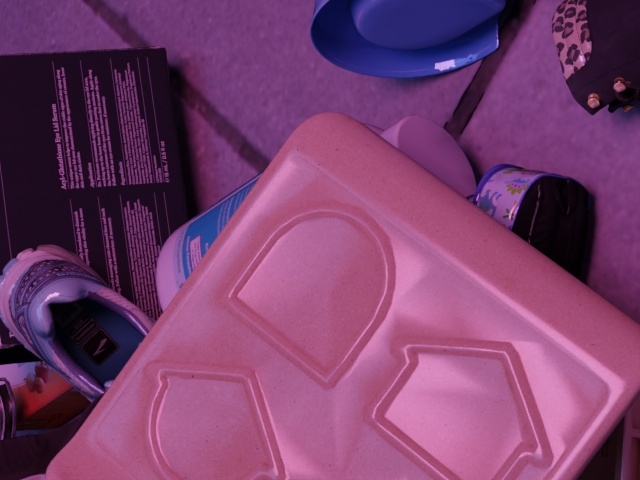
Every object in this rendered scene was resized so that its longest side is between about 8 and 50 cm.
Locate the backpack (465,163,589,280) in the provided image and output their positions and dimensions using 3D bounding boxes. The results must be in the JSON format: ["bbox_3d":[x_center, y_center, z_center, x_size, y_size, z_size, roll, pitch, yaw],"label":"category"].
[{"bbox_3d":[0.145,0.001,1.484,0.084,0.105,0.114,16,93,41],"label":"backpack"}]

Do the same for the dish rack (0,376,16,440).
[{"bbox_3d":[-0.374,0.143,1.926,0.208,0.074,0.271,106,147,-40],"label":"dish rack"}]

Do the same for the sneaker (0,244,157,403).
[{"bbox_3d":[-0.148,0.120,1.635,0.110,0.283,0.122,-54,21,-4],"label":"sneaker"}]

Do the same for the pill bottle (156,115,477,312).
[{"bbox_3d":[0.000,0.000,1.587,0.264,0.146,0.146,-32,67,37],"label":"pill bottle"}]

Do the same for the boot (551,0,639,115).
[{"bbox_3d":[0.268,-0.121,1.397,0.179,0.085,0.236,-35,61,39],"label":"boot"}]

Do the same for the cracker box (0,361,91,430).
[{"bbox_3d":[-0.263,0.046,1.875,0.156,0.067,0.232,-34,65,37],"label":"cracker box"}]

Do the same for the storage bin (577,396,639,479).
[{"bbox_3d":[0.144,0.192,1.461,0.262,0.123,0.260,3,89,42],"label":"storage bin"}]

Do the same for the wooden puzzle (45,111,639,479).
[{"bbox_3d":[0.021,0.127,1.381,0.322,0.080,0.348,38,89,26],"label":"wooden puzzle"}]

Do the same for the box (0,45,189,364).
[{"bbox_3d":[-0.219,-0.031,1.751,0.103,0.184,0.261,145,119,-65],"label":"box"}]

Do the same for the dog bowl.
[{"bbox_3d":[0.118,-0.224,1.492,0.297,0.166,0.074,-28,57,38],"label":"dog bowl"}]

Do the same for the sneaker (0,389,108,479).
[{"bbox_3d":[-0.166,0.258,1.557,0.169,0.448,0.257,50,134,34],"label":"sneaker"}]
